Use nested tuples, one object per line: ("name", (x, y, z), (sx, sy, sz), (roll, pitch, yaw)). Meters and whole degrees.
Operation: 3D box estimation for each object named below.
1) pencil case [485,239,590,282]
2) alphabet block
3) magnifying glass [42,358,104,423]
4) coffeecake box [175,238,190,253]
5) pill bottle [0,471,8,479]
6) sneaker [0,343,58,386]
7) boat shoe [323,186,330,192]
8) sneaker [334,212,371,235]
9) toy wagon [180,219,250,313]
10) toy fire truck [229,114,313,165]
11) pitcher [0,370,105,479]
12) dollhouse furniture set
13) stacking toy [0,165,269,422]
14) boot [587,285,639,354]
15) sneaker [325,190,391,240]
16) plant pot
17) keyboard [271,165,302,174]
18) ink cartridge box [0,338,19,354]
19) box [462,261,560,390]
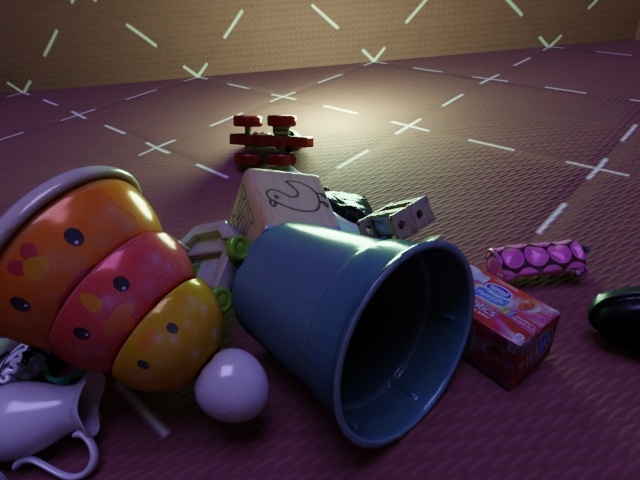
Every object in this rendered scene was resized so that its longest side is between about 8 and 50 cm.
("pencil case", (0.489, 0.052, 1.101), (0.210, 0.095, 0.098), (-7, 51, 1))
("alphabet block", (-0.089, -0.026, 1.118), (0.193, 0.193, 0.197), (3, 45, -28))
("magnifying glass", (-0.472, 0.279, 0.942), (0.092, 0.026, 0.231), (-27, 41, -29))
("coffeecake box", (-0.390, 0.064, 1.066), (0.142, 0.068, 0.185), (19, 74, 48))
("pill bottle", (-0.532, 0.390, 0.711), (0.187, 0.111, 0.112), (4, 35, 13))
("sneaker", (-0.593, 0.241, 0.944), (0.106, 0.078, 0.234), (7, 50, 27))
("boat shoe", (-0.058, -0.126, 1.444), (0.183, 0.066, 0.066), (-12, 35, -10))
("sneaker", (0.000, 0.000, 1.232), (0.256, 0.094, 0.151), (20, 44, 33))
("toy wagon", (-0.285, 0.117, 1.038), (0.267, 0.068, 0.344), (-8, 56, 38))
("toy fire truck", (-0.167, -0.364, 1.745), (0.303, 0.169, 0.254), (4, 15, 15))
("pitcher", (-0.475, 0.320, 0.811), (0.207, 0.125, 0.177), (-11, 66, -3))
("dollhouse furniture set", (0.199, 0.009, 1.157), (0.129, 0.183, 0.129), (-29, 11, -31))
("stacking toy", (-0.281, 0.129, 0.821), (0.480, 0.350, 0.350), (34, 44, 7))
("boot", (0.633, 0.216, 0.800), (0.348, 0.131, 0.260), (12, 38, 23))
("sneaker", (0.099, -0.075, 1.327), (0.130, 0.108, 0.286), (-18, 39, -35))
("plant pot", (0.035, 0.125, 0.868), (0.341, 0.340, 0.334), (-31, 34, -33))
("keyboard", (-0.078, -0.200, 1.602), (0.072, 0.014, 0.256), (-21, 38, -22))
("ink cartridge box", (-0.747, 0.248, 0.988), (0.176, 0.069, 0.370), (-1, 32, 4))
("box", (0.307, 0.148, 0.949), (0.128, 0.122, 0.257), (-27, 40, -28))
